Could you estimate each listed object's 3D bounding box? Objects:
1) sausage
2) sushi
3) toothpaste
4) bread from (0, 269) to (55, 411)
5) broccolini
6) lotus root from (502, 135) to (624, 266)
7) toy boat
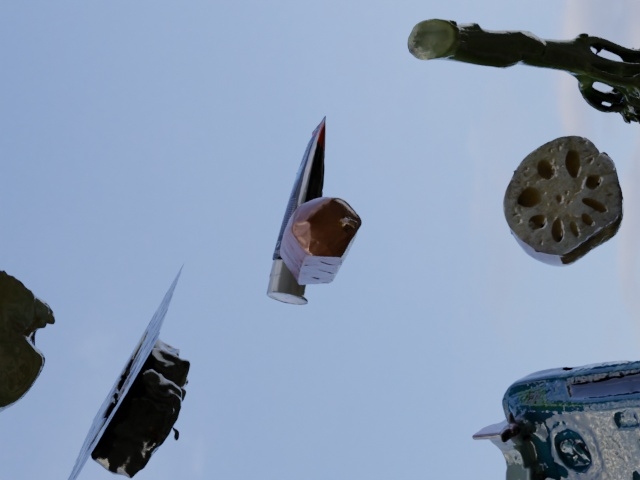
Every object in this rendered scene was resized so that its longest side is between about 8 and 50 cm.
[{"bbox_3d":[-0.001,0.000,1.243,0.169,0.065,0.065,111,167,-78],"label":"sausage"},{"bbox_3d":[-0.230,0.221,1.916,0.296,0.100,0.373,-59,7,13],"label":"sushi"},{"bbox_3d":[-0.017,-0.032,1.464,0.071,0.045,0.193,136,146,-73],"label":"toothpaste"},{"bbox_3d":[-0.457,0.128,1.363,0.300,0.210,0.341,35,-104,-32],"label":"bread"},{"bbox_3d":[0.215,-0.141,1.184,0.392,0.074,0.078,-4,-89,-50],"label":"broccolini"},{"bbox_3d":[0.244,-0.038,1.402,0.112,0.122,0.081,58,-171,19],"label":"lotus root"},{"bbox_3d":[0.270,0.174,1.179,0.092,0.299,0.134,-27,-81,-42],"label":"toy boat"}]
